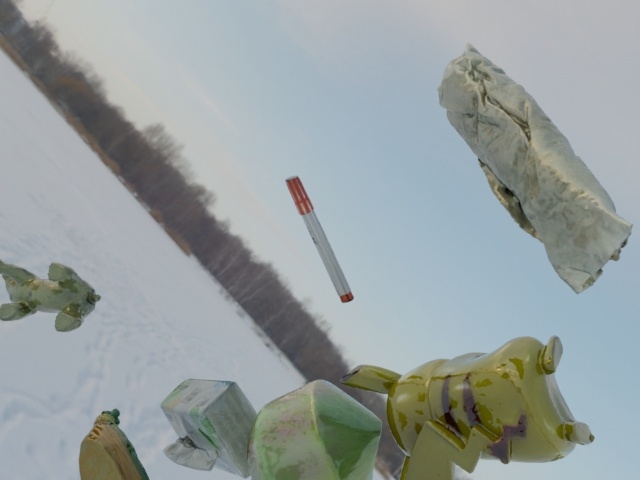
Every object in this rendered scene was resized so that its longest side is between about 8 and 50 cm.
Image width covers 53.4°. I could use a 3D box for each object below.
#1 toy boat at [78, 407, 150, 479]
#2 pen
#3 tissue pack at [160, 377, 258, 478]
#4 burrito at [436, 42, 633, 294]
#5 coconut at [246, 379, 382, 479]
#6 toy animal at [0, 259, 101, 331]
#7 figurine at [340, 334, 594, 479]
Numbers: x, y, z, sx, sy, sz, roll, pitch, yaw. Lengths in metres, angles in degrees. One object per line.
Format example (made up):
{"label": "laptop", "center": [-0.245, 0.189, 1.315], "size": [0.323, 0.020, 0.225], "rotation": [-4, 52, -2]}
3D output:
{"label": "toy boat", "center": [-0.273, 0.346, 0.895], "size": [0.230, 0.089, 0.088], "rotation": [60, 18, 14]}
{"label": "pen", "center": [0.000, 0.000, 1.081], "size": [0.239, 0.028, 0.028], "rotation": [65, -14, -15]}
{"label": "tissue pack", "center": [-0.221, 0.369, 1.222], "size": [0.229, 0.145, 0.159], "rotation": [-15, -71, 56]}
{"label": "burrito", "center": [0.231, -0.101, 0.747], "size": [0.392, 0.076, 0.117], "rotation": [-110, -151, -44]}
{"label": "coconut", "center": [-0.003, 0.345, 1.059], "size": [0.205, 0.236, 0.236], "rotation": [57, -13, -32]}
{"label": "toy animal", "center": [-0.446, 0.084, 1.017], "size": [0.218, 0.103, 0.101], "rotation": [5, -6, 17]}
{"label": "figurine", "center": [0.199, 0.250, 0.885], "size": [0.326, 0.169, 0.218], "rotation": [-28, -107, 48]}
